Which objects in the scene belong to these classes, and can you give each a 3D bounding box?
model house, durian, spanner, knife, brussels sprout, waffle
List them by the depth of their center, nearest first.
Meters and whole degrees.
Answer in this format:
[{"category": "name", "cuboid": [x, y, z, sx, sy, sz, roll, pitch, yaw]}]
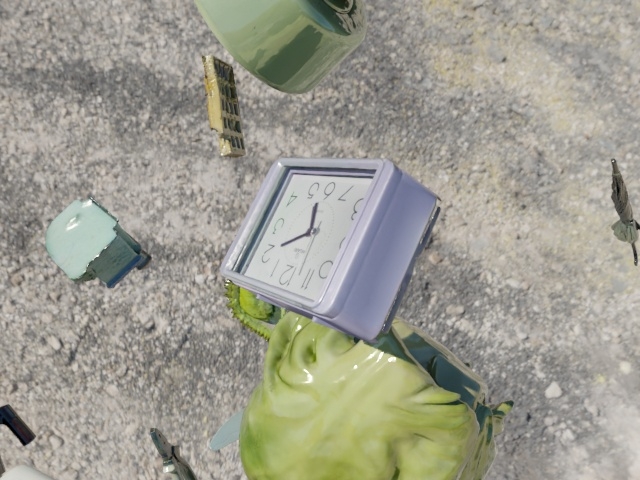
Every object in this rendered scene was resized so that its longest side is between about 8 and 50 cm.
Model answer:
[{"category": "waffle", "cuboid": [-0.133, -0.182, 0.796, 0.021, 0.092, 0.135, -7, 94, 10]}, {"category": "brussels sprout", "cuboid": [0.068, 0.296, 0.897, 0.342, 0.425, 0.361, 37, 92, 39]}, {"category": "model house", "cuboid": [-0.367, 0.021, 0.985, 0.148, 0.148, 0.119, 32, 78, 33]}, {"category": "durian", "cuboid": [-0.149, 0.082, 1.434, 0.169, 0.351, 0.158, 9, 24, 0]}, {"category": "knife", "cuboid": [-0.142, 0.446, 1.467, 0.331, 0.044, 0.080, -10, 52, -36]}, {"category": "spanner", "cuboid": [-0.423, 0.658, 1.685, 0.040, 0.324, 0.095, -16, 32, 4]}]

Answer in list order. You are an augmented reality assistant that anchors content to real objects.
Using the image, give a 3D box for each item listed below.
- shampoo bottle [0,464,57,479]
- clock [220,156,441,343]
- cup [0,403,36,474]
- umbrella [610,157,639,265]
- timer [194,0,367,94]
[{"category": "shampoo bottle", "cuboid": [-0.308, 0.342, 0.661, 0.221, 0.051, 0.108, 9, 64, 30]}, {"category": "clock", "cuboid": [0.000, 0.001, 0.538, 0.073, 0.193, 0.144, 33, 77, -34]}, {"category": "cup", "cuboid": [-0.900, 0.538, 1.506, 0.239, 0.166, 0.177, -9, 79, -55]}, {"category": "umbrella", "cuboid": [0.431, -0.042, 0.820, 0.044, 0.269, 0.044, -6, 55, 32]}, {"category": "timer", "cuboid": [0.017, -0.403, 0.795, 0.291, 0.315, 0.290, 36, 41, -39]}]
